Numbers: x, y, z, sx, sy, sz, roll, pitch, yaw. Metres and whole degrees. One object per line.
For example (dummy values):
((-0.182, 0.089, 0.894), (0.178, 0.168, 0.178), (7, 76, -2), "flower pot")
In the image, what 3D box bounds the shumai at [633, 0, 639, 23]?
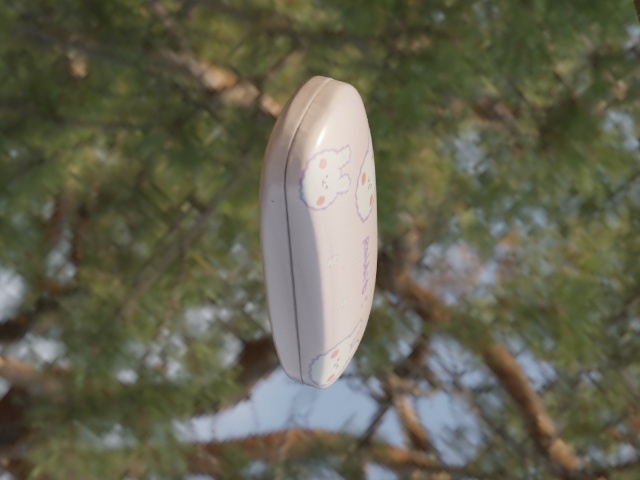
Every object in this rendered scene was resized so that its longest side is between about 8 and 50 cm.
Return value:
((0.251, -0.159, 0.894), (0.161, 0.153, 0.209), (-47, -137, 6), "shumai")

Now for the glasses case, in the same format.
((0.000, 0.000, 1.293), (0.075, 0.297, 0.113), (15, -130, 16), "glasses case")
